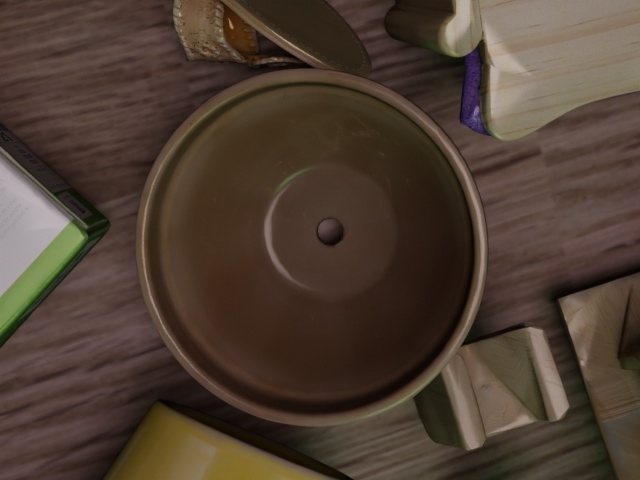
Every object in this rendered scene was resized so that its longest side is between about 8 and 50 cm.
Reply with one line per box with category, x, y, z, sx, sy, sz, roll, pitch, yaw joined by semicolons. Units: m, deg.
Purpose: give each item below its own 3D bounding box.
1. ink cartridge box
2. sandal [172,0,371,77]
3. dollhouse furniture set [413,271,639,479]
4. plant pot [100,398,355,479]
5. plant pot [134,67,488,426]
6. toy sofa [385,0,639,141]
ink cartridge box;-0.301;-0.027;0.676;0.255;0.097;0.189;43;92;-6
sandal;-0.081;-0.165;0.707;0.240;0.088;0.079;35;126;-8
dollhouse furniture set;0.294;0.221;0.809;0.362;0.256;0.394;-17;83;-7
plant pot;-0.088;0.253;0.710;0.254;0.254;0.239;25;81;-14
plant pot;0.000;0.000;0.709;0.237;0.110;0.237;2;99;11
toy sofa;0.231;-0.198;0.704;0.362;0.150;0.177;-14;109;-7
